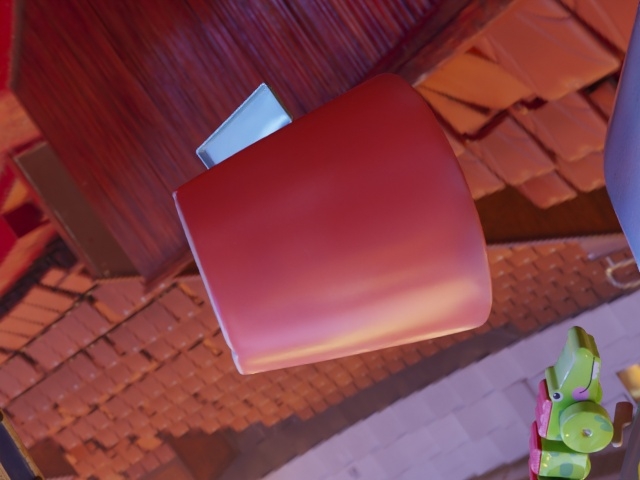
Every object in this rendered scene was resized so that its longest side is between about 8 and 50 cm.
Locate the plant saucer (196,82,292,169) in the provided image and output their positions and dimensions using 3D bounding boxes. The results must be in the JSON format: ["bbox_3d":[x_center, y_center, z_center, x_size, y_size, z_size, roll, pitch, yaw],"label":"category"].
[{"bbox_3d":[-0.109,-0.149,1.192,0.192,0.067,0.018,-35,-179,45],"label":"plant saucer"}]

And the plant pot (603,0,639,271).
[{"bbox_3d":[0.405,-0.136,0.800,0.248,0.247,0.252,0,-147,-4],"label":"plant pot"}]

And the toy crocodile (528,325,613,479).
[{"bbox_3d":[0.326,0.275,1.134,0.105,0.340,0.115,3,-153,8],"label":"toy crocodile"}]

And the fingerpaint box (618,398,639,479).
[{"bbox_3d":[0.458,0.132,0.552,0.163,0.445,0.371,98,17,-60],"label":"fingerpaint box"}]

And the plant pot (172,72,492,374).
[{"bbox_3d":[0.000,0.000,0.833,0.243,0.275,0.275,-21,-179,-7],"label":"plant pot"}]

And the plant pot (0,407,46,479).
[{"bbox_3d":[-0.572,0.392,1.280,0.212,0.236,0.236,-26,-172,15],"label":"plant pot"}]

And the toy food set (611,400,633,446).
[{"bbox_3d":[0.495,0.254,1.126,0.192,0.038,0.132,-12,-166,29],"label":"toy food set"}]
